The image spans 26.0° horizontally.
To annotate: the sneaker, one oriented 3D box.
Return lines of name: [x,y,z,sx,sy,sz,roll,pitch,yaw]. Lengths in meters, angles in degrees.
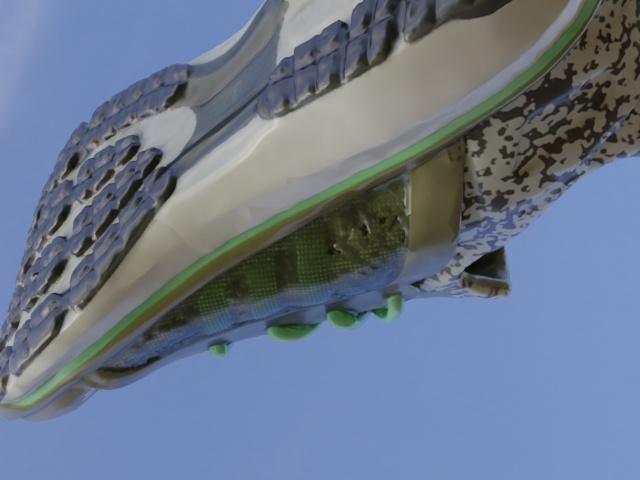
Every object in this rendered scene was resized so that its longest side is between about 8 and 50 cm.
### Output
sneaker: [0.000,0.000,0.618,0.182,0.410,0.158,35,-138,-27]
